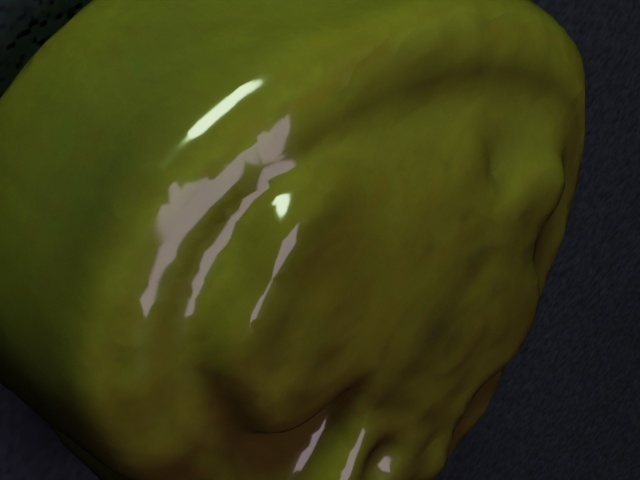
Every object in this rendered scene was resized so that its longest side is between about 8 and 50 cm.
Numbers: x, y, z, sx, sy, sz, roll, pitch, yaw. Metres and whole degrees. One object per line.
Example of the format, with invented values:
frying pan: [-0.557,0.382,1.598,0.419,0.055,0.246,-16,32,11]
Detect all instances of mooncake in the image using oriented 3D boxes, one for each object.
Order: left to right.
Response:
mooncake: [0.000,0.000,0.573,0.235,0.117,0.235,-29,136,-32]
